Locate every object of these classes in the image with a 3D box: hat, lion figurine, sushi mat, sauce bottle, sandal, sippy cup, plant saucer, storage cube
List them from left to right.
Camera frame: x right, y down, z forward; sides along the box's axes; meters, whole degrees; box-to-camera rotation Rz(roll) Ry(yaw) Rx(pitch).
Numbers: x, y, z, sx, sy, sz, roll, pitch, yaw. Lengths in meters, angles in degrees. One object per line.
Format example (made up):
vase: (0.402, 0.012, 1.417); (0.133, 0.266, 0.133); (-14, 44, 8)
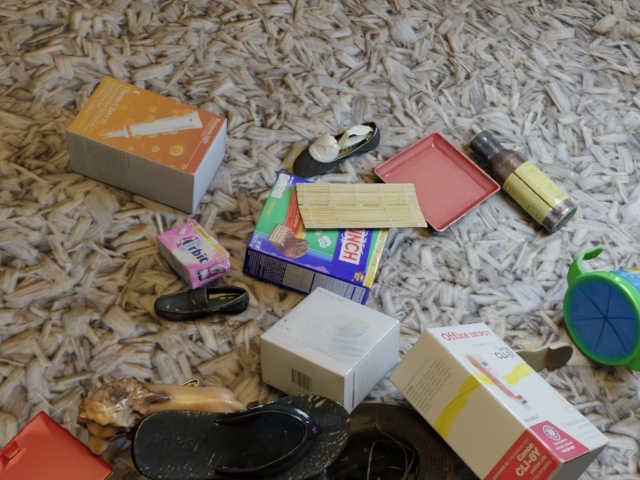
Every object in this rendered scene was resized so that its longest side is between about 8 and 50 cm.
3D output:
storage cube: (-0.525, 0.482, 1.565); (0.193, 0.183, 0.215); (35, 57, 13)
lion figurine: (-0.292, 0.339, 1.643); (0.393, 0.240, 0.142); (-6, 71, -19)
sandal: (-0.130, 0.388, 1.546); (0.446, 0.107, 0.167); (-1, 76, -26)
sushi mat: (0.099, -0.087, 2.019); (0.317, 0.019, 0.151); (-1, 52, -12)
hat: (0.108, 0.490, 1.686); (0.332, 0.133, 0.331); (-3, 45, 3)
plant saucer: (0.317, -0.157, 2.232); (0.258, 0.047, 0.259); (-34, 68, -28)
sauce bottle: (0.555, -0.173, 2.243); (0.111, 0.111, 0.344); (-29, 66, -26)
sandal: (0.490, 0.278, 1.960); (0.240, 0.088, 0.079); (-8, 26, -23)
sippy cup: (0.760, 0.164, 1.993); (0.224, 0.240, 0.305); (-16, 98, -32)

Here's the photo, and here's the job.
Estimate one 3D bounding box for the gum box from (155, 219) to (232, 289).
gum box: (-0.303, 0.034, 1.946); (0.107, 0.062, 0.188); (-26, 41, -25)

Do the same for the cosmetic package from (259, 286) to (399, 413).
cosmetic package: (0.022, 0.243, 1.790); (0.224, 0.138, 0.225); (21, 38, 29)

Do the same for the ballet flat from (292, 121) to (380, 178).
ballet flat: (0.045, -0.264, 2.229); (0.281, 0.096, 0.095); (-27, 65, -25)

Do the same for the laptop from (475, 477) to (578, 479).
laptop: (0.466, 0.605, 1.625); (0.382, 0.408, 0.236); (43, 93, 20)

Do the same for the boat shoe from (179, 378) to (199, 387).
boat shoe: (-0.312, 0.336, 1.792); (0.100, 0.035, 0.035); (-23, 63, -23)

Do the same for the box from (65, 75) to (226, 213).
box: (-0.442, -0.247, 2.091); (0.346, 0.168, 0.215); (20, 55, 4)

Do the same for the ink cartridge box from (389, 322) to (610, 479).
ink cartridge box: (0.373, 0.357, 1.712); (0.279, 0.160, 0.385); (4, 34, -52)

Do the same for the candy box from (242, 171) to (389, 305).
candy box: (0.000, 0.000, 2.023); (0.317, 0.122, 0.268); (19, 52, 2)

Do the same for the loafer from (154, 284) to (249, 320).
loafer: (-0.279, 0.139, 1.907); (0.223, 0.078, 0.076); (-3, 56, -12)
